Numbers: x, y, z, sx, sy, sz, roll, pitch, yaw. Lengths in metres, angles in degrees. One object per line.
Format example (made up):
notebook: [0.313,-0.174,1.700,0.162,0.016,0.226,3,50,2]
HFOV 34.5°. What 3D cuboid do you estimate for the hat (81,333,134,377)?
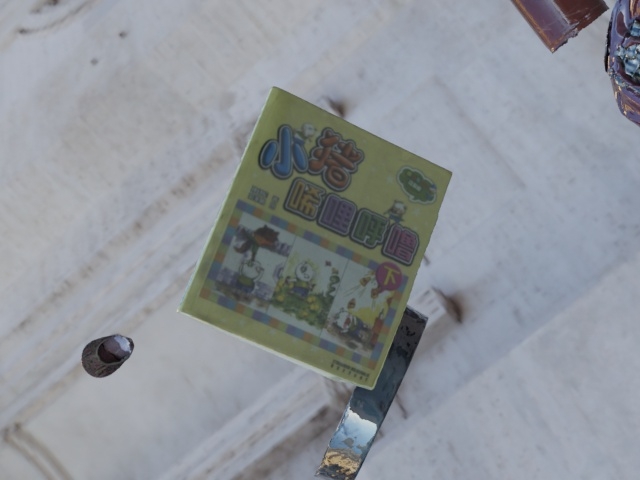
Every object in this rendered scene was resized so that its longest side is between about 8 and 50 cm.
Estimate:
hat: [-0.324,0.171,1.551,0.058,0.087,0.042,59,149,-6]

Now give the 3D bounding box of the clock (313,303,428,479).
clock: [0.073,0.217,1.446,0.055,0.280,0.280,25,-170,5]

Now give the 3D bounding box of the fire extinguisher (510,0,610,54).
fire extinguisher: [0.283,-0.439,1.500,0.337,0.106,0.147,54,-149,1]

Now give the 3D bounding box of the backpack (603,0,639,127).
backpack: [0.471,-0.203,1.125,0.197,0.317,0.283,-54,-33,-43]

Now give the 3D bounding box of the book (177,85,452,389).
book: [0.000,0.000,0.802,0.168,0.192,0.013,24,168,-16]
